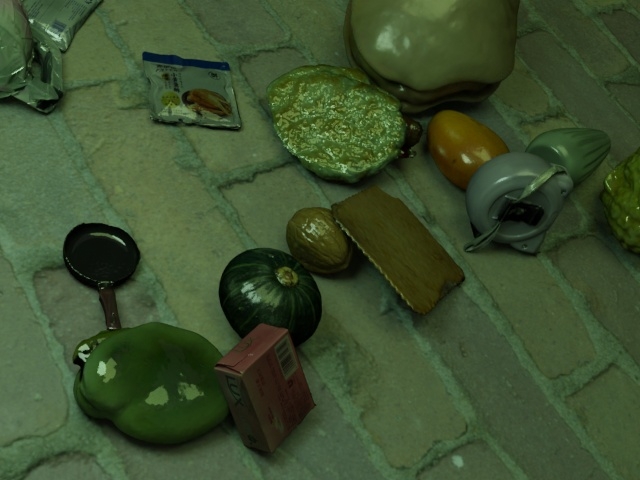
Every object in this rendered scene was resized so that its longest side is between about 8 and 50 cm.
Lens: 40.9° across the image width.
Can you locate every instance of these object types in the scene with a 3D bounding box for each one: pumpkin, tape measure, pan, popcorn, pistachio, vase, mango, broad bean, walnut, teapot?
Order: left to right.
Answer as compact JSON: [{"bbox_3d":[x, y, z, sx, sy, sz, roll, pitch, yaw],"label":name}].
[{"bbox_3d":[-0.523,-0.333,1.408,0.221,0.163,0.178,11,43,-15],"label":"teapot"},{"bbox_3d":[-0.317,0.058,1.267,0.115,0.040,0.212,0,47,-25],"label":"pan"},{"bbox_3d":[-0.227,0.190,1.176,0.228,0.100,0.169,28,55,-17],"label":"broad bean"},{"bbox_3d":[-0.075,0.088,1.295,0.167,0.125,0.167,13,43,-13],"label":"pumpkin"},{"bbox_3d":[0.000,0.000,1.419,0.124,0.105,0.105,47,50,10],"label":"walnut"},{"bbox_3d":[0.244,-0.447,1.778,0.365,0.281,0.445,48,62,0],"label":"pistachio"},{"bbox_3d":[0.283,-0.179,1.681,0.144,0.112,0.219,-9,47,-29],"label":"mango"},{"bbox_3d":[0.354,-0.065,1.565,0.178,0.196,0.105,7,42,-9],"label":"tape measure"},{"bbox_3d":[0.520,-0.177,1.772,0.248,0.128,0.128,-21,64,-44],"label":"vase"},{"bbox_3d":[0.686,-0.070,1.713,0.237,0.206,0.251,-24,78,-52],"label":"popcorn"}]

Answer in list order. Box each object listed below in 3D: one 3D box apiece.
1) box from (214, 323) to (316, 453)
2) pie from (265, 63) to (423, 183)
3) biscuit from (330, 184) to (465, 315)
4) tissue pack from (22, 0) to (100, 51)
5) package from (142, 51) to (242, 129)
[{"bbox_3d":[-0.076,0.206,1.192,0.060,0.156,0.111,4,32,37],"label":"box"},{"bbox_3d":[0.034,-0.224,1.608,0.257,0.105,0.274,-34,72,-29],"label":"pie"},{"bbox_3d":[0.137,0.007,1.465,0.237,0.013,0.232,50,32,7],"label":"biscuit"},{"bbox_3d":[-0.491,-0.430,1.587,0.122,0.026,0.193,23,48,-6],"label":"tissue pack"},{"bbox_3d":[-0.238,-0.276,1.576,0.171,0.027,0.173,1,57,-23],"label":"package"}]
